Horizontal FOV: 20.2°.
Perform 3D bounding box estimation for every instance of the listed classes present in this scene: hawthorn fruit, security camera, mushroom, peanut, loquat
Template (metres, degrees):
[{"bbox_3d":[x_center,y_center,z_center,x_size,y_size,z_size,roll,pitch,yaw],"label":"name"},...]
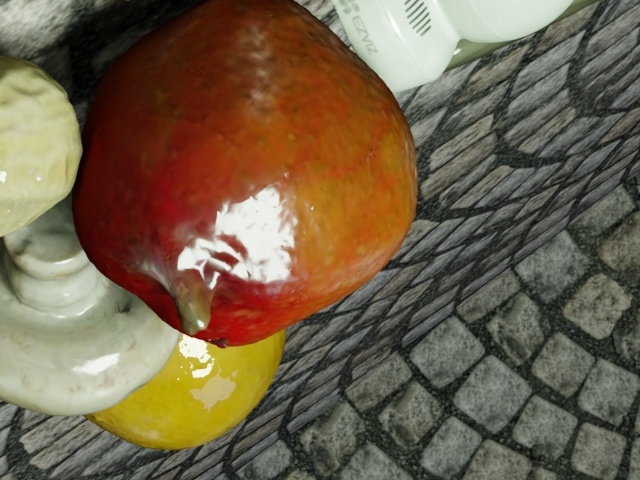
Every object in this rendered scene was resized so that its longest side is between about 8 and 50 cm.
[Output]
[{"bbox_3d":[-0.074,-0.059,1.513,0.311,0.295,0.295,-19,157,-48],"label":"hawthorn fruit"},{"bbox_3d":[0.127,-0.256,1.583,0.236,0.194,0.194,-24,169,15],"label":"security camera"},{"bbox_3d":[-0.237,0.028,1.622,0.243,0.243,0.243,-34,166,-10],"label":"mushroom"},{"bbox_3d":[-0.314,-0.061,1.344,0.313,0.152,0.152,-19,157,-52],"label":"peanut"},{"bbox_3d":[-0.168,0.096,1.927,0.275,0.275,0.275,-34,166,-10],"label":"loquat"}]

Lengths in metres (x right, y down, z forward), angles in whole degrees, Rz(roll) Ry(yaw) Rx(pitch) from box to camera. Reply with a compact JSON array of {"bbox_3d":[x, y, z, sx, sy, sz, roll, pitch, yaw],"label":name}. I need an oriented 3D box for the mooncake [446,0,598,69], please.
[{"bbox_3d":[0.171,-0.258,1.811,0.275,0.135,0.275,-29,-179,1],"label":"mooncake"}]
